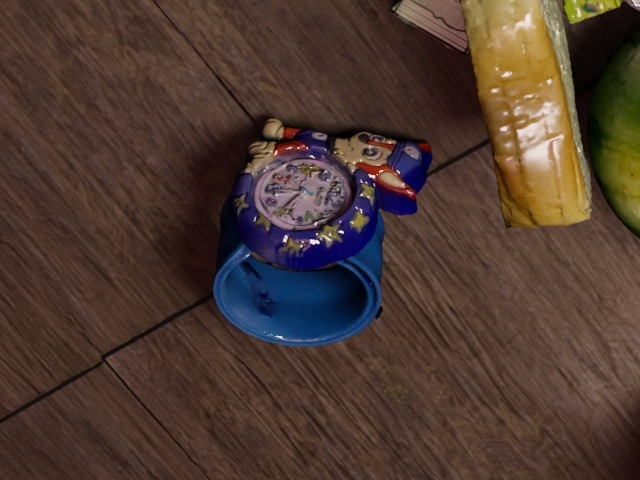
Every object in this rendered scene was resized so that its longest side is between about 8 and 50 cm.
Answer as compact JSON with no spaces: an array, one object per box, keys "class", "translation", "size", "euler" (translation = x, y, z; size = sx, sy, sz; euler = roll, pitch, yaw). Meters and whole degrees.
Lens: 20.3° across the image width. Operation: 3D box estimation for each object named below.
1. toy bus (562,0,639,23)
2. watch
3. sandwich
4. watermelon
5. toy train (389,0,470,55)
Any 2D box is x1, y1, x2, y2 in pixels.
[{"class":"toy bus","translation":[0.331,-0.296,1.515],"size":[0.301,0.113,0.139],"euler":[-18,115,20]},{"class":"watch","translation":[-0.008,0.003,1.758],"size":[0.196,0.171,0.200],"euler":[12,137,4]},{"class":"sandwich","translation":[0.170,-0.156,1.535],"size":[0.087,0.226,0.251],"euler":[-12,121,10]},{"class":"watermelon","translation":[0.351,-0.093,1.555],"size":[0.242,0.242,0.242],"euler":[6,122,10]},{"class":"toy train","translation":[0.113,-0.215,1.655],"size":[0.093,0.038,0.056],"euler":[30,121,-5]}]
